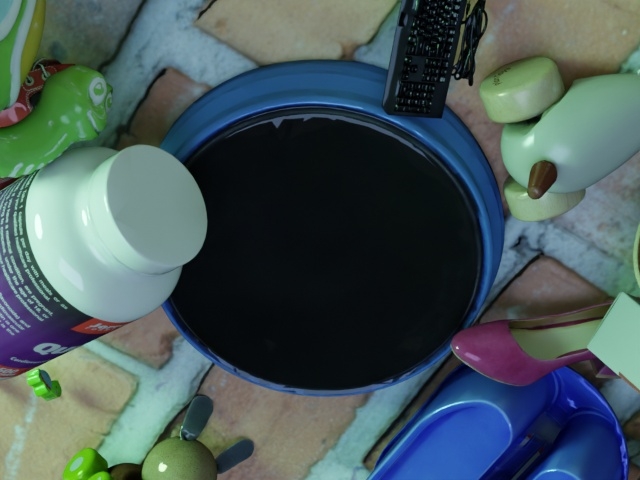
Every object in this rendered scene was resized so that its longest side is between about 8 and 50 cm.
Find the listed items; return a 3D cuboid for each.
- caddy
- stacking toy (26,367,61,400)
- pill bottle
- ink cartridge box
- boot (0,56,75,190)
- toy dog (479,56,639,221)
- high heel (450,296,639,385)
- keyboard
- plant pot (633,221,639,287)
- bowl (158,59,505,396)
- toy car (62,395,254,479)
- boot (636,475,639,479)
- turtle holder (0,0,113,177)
[{"bbox_3d":[0.187,0.284,1.759,0.241,0.179,0.341,42,117,6],"label":"caddy"},{"bbox_3d":[-0.418,0.124,1.793,0.167,0.052,0.221,-22,118,19],"label":"stacking toy"},{"bbox_3d":[-0.264,0.019,1.589,0.323,0.181,0.181,-25,117,41],"label":"pill bottle"},{"bbox_3d":[0.384,0.133,1.619,0.175,0.127,0.072,21,106,-37],"label":"ink cartridge box"},{"bbox_3d":[-0.352,-0.175,1.595,0.176,0.088,0.244,-30,115,14],"label":"boot"},{"bbox_3d":[0.306,-0.114,1.520,0.333,0.161,0.220,-35,112,22],"label":"toy dog"},{"bbox_3d":[0.260,0.094,1.660,0.244,0.082,0.117,9,131,-23],"label":"high heel"},{"bbox_3d":[0.123,-0.209,1.522,0.100,0.038,0.192,-1,113,-30],"label":"keyboard"},{"bbox_3d":[0.482,0.046,1.581,0.237,0.237,0.254,-33,128,22],"label":"plant pot"},{"bbox_3d":[0.000,0.000,1.664,0.391,0.077,0.391,2,120,3],"label":"bowl"},{"bbox_3d":[-0.175,0.273,1.835,0.188,0.149,0.155,-45,114,-5],"label":"toy car"},{"bbox_3d":[0.437,0.361,1.741,0.269,0.089,0.236,31,89,-33],"label":"boot"},{"bbox_3d":[-0.347,-0.202,1.433,0.320,0.227,0.243,33,162,6],"label":"turtle holder"}]
